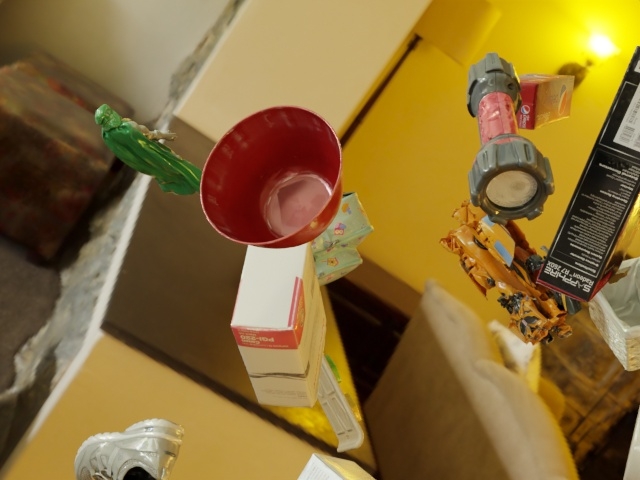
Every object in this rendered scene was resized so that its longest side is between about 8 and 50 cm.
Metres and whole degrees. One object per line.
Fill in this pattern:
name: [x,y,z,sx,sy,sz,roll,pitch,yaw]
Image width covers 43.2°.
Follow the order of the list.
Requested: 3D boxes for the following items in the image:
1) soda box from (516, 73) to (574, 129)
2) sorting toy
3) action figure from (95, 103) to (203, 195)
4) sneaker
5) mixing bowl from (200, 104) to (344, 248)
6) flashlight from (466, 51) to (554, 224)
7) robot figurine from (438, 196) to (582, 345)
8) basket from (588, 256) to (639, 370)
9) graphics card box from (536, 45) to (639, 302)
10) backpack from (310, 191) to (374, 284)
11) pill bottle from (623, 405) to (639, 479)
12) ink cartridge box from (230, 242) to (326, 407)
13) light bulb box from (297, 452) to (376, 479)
soda box: [0.394,-0.262,1.500,0.092,0.084,0.263,11,19,29]
sorting toy: [0.024,0.287,1.505,0.193,0.038,0.208,120,-51,-70]
action figure: [-0.278,-0.147,1.319,0.137,0.064,0.232,-5,-28,33]
sneaker: [-0.362,0.410,1.457,0.105,0.281,0.115,32,44,-32]
mixing bowl: [-0.043,-0.060,0.972,0.181,0.181,0.098,44,-2,32]
flashlight: [0.241,-0.151,1.077,0.103,0.103,0.304,35,36,-23]
robot figurine: [0.339,0.064,1.451,0.291,0.085,0.211,54,-22,22]
basket: [0.532,0.125,1.367,0.167,0.113,0.103,-104,178,-55]
graphics card box: [0.463,-0.103,1.227,0.094,0.371,0.232,26,21,24]
backpack: [0.000,0.000,1.376,0.144,0.188,0.166,57,-10,3]
pill bottle: [0.588,0.317,1.137,0.283,0.161,0.161,13,3,23]
ink cartridge box: [-0.053,0.118,1.153,0.218,0.092,0.159,77,17,-50]
light bulb box: [0.066,0.755,1.884,0.361,0.358,0.225,32,1,37]
